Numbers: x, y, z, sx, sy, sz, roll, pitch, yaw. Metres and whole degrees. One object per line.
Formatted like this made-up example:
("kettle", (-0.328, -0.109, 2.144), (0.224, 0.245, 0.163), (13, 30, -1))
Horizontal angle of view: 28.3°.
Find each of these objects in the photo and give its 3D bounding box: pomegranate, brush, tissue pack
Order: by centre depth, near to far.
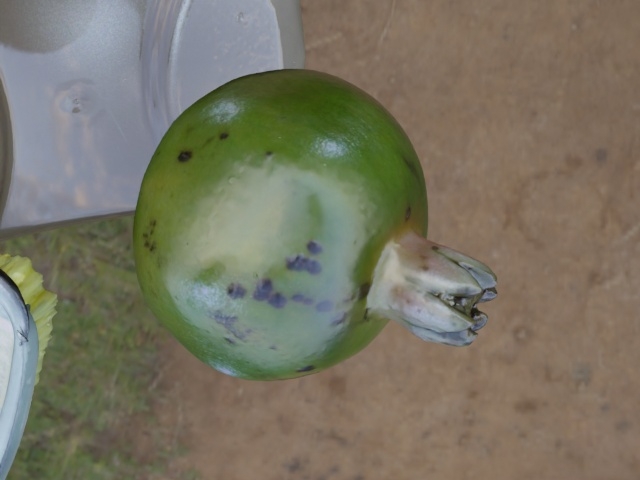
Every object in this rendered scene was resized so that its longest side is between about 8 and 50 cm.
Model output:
("brush", (-0.174, 0.109, 0.599), (0.068, 0.060, 0.297), (30, 124, 6))
("pomegranate", (0.000, 0.000, 0.712), (0.209, 0.180, 0.180), (20, 138, 27))
("tissue pack", (-0.219, -0.159, 1.044), (0.387, 0.277, 0.267), (-12, 128, -16))
